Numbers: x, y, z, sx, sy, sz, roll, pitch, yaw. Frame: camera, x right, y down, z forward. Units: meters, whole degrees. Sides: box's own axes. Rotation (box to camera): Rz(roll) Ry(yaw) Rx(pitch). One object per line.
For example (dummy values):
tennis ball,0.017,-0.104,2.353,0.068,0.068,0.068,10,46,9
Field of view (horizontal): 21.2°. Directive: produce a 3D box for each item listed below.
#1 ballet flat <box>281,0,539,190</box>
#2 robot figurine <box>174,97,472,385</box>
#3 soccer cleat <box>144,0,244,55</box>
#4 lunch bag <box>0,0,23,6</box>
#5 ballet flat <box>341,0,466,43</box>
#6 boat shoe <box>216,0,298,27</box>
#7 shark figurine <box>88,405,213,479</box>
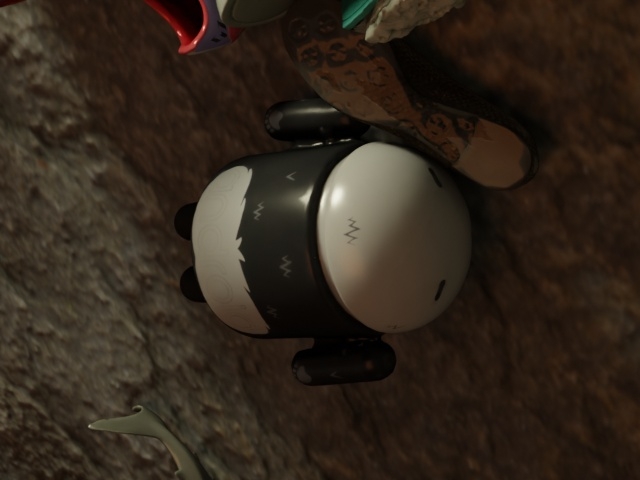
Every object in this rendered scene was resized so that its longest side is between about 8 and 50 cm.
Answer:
ballet flat,0.077,-0.124,1.432,0.250,0.058,0.084,33,111,10
robot figurine,0.002,0.002,1.506,0.278,0.173,0.209,-5,130,40
soccer cleat,-0.152,-0.274,1.496,0.083,0.095,0.248,-32,96,45
lunch bag,-0.374,-0.278,1.518,0.258,0.293,0.120,36,140,49
ballet flat,0.142,-0.280,1.245,0.147,0.147,0.409,40,135,10
boat shoe,-0.027,-0.279,1.350,0.302,0.114,0.091,-44,62,54
shark figurine,-0.154,0.312,1.872,0.166,0.116,0.278,10,125,32
